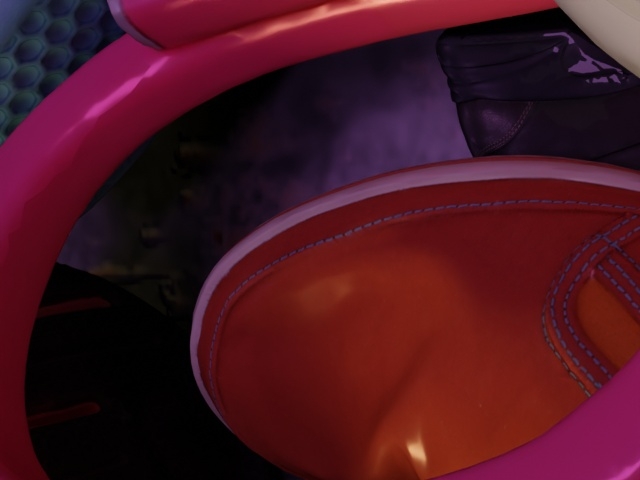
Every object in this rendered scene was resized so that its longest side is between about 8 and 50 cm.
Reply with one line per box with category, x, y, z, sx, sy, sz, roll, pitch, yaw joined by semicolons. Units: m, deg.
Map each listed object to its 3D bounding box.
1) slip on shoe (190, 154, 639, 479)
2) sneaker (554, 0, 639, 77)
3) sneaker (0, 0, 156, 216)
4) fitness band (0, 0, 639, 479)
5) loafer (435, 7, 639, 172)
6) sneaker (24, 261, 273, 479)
slip on shoe;0.088;0.053;0.469;0.331;0.101;0.123;10;122;36
sneaker;0.061;-0.206;0.399;0.135;0.150;0.366;-18;63;15
sneaker;-0.080;-0.170;0.610;0.319;0.127;0.208;-45;54;16
fitness band;0.000;0.000;0.471;0.291;0.054;0.209;-10;58;34
loafer;0.114;-0.038;0.503;0.170;0.062;0.061;4;114;41
sneaker;-0.073;0.152;0.598;0.136;0.116;0.314;-41;66;31
